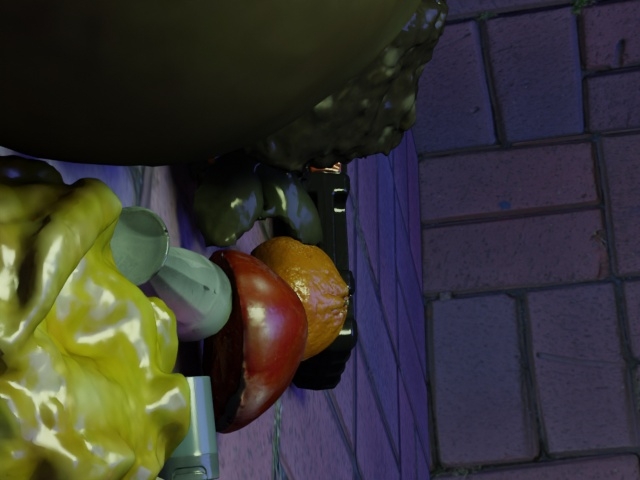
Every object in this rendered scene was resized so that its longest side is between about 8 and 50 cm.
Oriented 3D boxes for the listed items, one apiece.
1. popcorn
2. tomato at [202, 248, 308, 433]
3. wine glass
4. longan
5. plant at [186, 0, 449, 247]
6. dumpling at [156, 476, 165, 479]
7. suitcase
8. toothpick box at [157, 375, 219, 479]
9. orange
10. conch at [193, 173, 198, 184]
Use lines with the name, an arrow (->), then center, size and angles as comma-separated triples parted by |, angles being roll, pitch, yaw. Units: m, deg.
popcorn -> -0.150, 0.054, 0.589 | 0.197, 0.155, 0.198 | -16, 90, -84
tomato -> -0.055, 0.091, 1.150 | 0.174, 0.082, 0.166 | 176, -86, -74
wine glass -> -0.126, 0.029, 1.013 | 0.155, 0.073, 0.073 | 48, 37, -68
longan -> -0.096, -0.214, 0.580 | 0.361, 0.361, 0.361 | -6, 90, -80
plant -> -0.034, -0.138, 1.190 | 0.213, 0.215, 0.312 | 49, -52, 27
dumpling -> -0.125, 0.198, 0.677 | 0.250, 0.132, 0.162 | -30, -146, 63
suitcase -> -0.003, 0.024, 1.582 | 0.206, 0.066, 0.286 | 106, -17, -68
toothpick box -> -0.111, 0.155, 1.053 | 0.052, 0.052, 0.083 | 36, 46, -77
orange -> -0.028, 0.064, 1.388 | 0.135, 0.117, 0.136 | 13, 90, -88
conch -> -0.093, -0.206, 1.331 | 0.109, 0.093, 0.330 | 48, 55, -60
